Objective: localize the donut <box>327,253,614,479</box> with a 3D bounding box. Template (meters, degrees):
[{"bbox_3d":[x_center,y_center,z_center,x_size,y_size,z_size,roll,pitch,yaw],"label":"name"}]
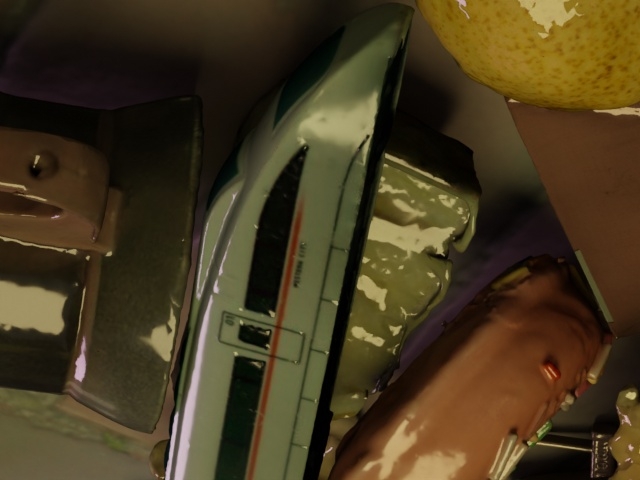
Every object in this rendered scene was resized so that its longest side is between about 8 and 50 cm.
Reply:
[{"bbox_3d":[0.094,0.098,1.191,0.085,0.233,0.199,43,88,9],"label":"donut"}]

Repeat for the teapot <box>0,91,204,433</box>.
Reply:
[{"bbox_3d":[-0.244,-0.017,1.095,0.344,0.253,0.300,7,167,-9],"label":"teapot"}]

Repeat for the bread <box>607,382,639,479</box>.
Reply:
[{"bbox_3d":[0.319,0.186,1.168,0.329,0.245,0.424,10,136,-29],"label":"bread"}]

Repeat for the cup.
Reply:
[{"bbox_3d":[0.172,0.182,1.353,0.099,0.074,0.102,-9,132,16],"label":"cup"}]

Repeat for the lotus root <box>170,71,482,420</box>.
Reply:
[{"bbox_3d":[0.000,0.000,1.160,0.119,0.138,0.235,16,134,-15],"label":"lotus root"}]

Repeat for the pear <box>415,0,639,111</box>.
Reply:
[{"bbox_3d":[0.113,-0.149,0.972,0.178,0.178,0.178,4,134,4],"label":"pear"}]

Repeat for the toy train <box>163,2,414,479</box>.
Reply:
[{"bbox_3d":[-0.027,0.040,1.074,0.088,0.086,0.407,16,127,5],"label":"toy train"}]

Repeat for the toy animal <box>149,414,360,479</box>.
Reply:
[{"bbox_3d":[-0.052,0.199,1.378,0.233,0.121,0.168,-23,144,15],"label":"toy animal"}]

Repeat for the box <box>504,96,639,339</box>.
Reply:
[{"bbox_3d":[0.228,-0.059,1.104,0.215,0.086,0.215,-14,131,19],"label":"box"}]
